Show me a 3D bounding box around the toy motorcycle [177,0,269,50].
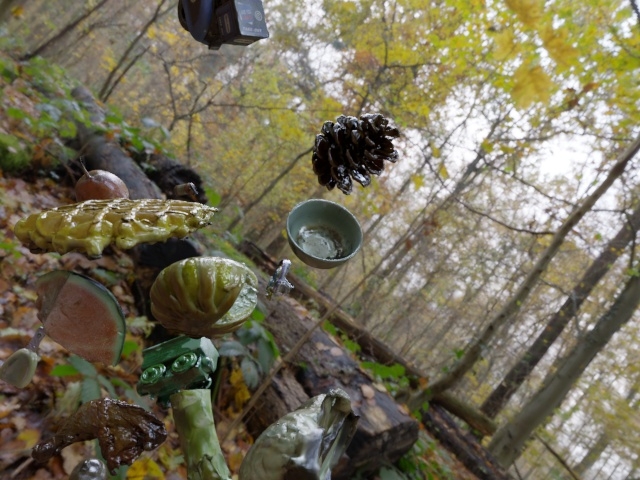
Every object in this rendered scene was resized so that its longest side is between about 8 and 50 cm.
[{"bbox_3d":[-0.222,-0.589,1.018,0.212,0.125,0.359,-3,-79,41],"label":"toy motorcycle"}]

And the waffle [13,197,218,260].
[{"bbox_3d":[-0.446,-0.040,1.092,0.381,0.095,0.379,4,13,27],"label":"waffle"}]

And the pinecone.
[{"bbox_3d":[0.105,-0.264,1.448,0.309,0.244,0.244,-8,-43,45],"label":"pinecone"}]

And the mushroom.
[{"bbox_3d":[-0.033,0.341,0.793,0.129,0.248,0.344,22,4,15],"label":"mushroom"}]

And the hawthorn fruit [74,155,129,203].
[{"bbox_3d":[-0.661,-0.139,1.429,0.149,0.149,0.189,39,-2,19],"label":"hawthorn fruit"}]

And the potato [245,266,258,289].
[{"bbox_3d":[-0.401,0.177,2.166,0.248,0.170,0.144,17,32,4],"label":"potato"}]

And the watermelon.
[{"bbox_3d":[-0.476,0.139,1.013,0.231,0.146,0.128,44,22,-23],"label":"watermelon"}]

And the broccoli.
[{"bbox_3d":[-0.209,0.478,0.952,0.252,0.221,0.362,-6,-90,59],"label":"broccoli"}]

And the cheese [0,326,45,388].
[{"bbox_3d":[-0.918,0.360,1.510,0.096,0.192,0.037,29,-9,-8],"label":"cheese"}]

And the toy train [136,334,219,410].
[{"bbox_3d":[-0.468,0.426,1.587,0.202,0.265,0.145,-104,172,-63],"label":"toy train"}]

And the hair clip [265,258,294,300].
[{"bbox_3d":[-0.112,0.109,1.350,0.049,0.116,0.172,34,6,-15],"label":"hair clip"}]

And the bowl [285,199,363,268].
[{"bbox_3d":[0.000,0.000,1.791,0.289,0.289,0.146,39,-38,13],"label":"bowl"}]

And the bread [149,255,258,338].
[{"bbox_3d":[-0.335,0.181,1.386,0.333,0.332,0.160,49,25,-50],"label":"bread"}]

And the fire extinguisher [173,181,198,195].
[{"bbox_3d":[-0.572,-0.216,2.065,0.177,0.050,0.062,3,-62,53],"label":"fire extinguisher"}]

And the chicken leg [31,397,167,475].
[{"bbox_3d":[-0.556,0.496,1.233,0.322,0.178,0.083,11,-18,-3],"label":"chicken leg"}]

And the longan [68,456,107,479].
[{"bbox_3d":[-0.605,0.618,1.253,0.092,0.114,0.113,5,-13,7],"label":"longan"}]
